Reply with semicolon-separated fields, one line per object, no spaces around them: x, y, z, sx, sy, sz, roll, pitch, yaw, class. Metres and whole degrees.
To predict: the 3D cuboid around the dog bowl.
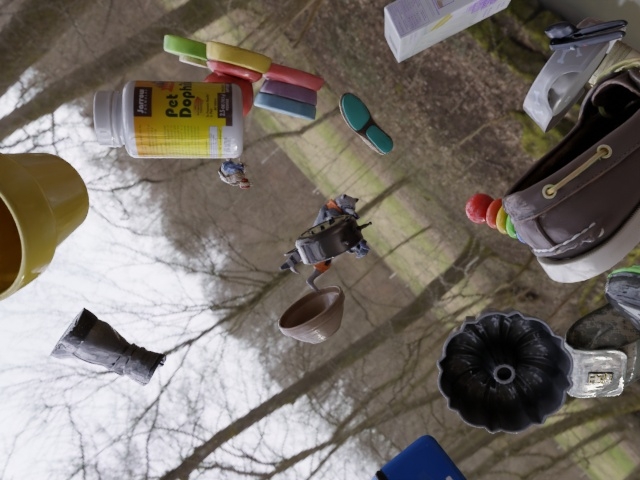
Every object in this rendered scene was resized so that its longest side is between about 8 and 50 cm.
0.727;-0.486;1.755;0.102;0.348;0.349;40;-178;17;dog bowl

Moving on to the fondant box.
0.331;-0.599;1.547;0.096;0.330;0.238;63;-173;0;fondant box

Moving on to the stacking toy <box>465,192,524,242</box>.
0.547;-0.057;1.680;0.330;0.141;0.141;22;165;44;stacking toy

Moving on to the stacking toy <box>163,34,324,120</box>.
-0.166;-0.307;1.216;0.280;0.130;0.309;22;-168;34;stacking toy

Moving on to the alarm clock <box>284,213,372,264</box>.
0.000;0.000;1.206;0.129;0.192;0.064;-38;-76;-53;alarm clock

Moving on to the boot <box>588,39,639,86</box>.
0.753;-0.343;1.485;0.203;0.095;0.262;32;142;19;boot

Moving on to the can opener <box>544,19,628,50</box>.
0.609;-0.469;1.384;0.073;0.059;0.186;6;-173;-41;can opener

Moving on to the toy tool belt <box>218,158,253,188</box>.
-0.165;-0.135;1.174;0.052;0.051;0.083;-14;-154;-36;toy tool belt

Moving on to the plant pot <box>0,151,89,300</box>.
-0.545;-0.050;1.061;0.254;0.254;0.239;48;-155;-5;plant pot

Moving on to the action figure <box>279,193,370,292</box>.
0.026;-0.003;1.964;0.179;0.330;0.341;28;-176;-19;action figure

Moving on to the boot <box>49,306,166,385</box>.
-0.492;0.268;1.397;0.223;0.118;0.338;34;158;-16;boot

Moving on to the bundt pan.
0.459;0.313;1.535;0.331;0.331;0.124;48;-165;-5;bundt pan

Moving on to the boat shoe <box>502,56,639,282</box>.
0.289;-0.108;0.555;0.096;0.324;0.117;47;165;-12;boat shoe

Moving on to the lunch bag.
0.805;0.308;1.683;0.169;0.287;0.235;51;165;47;lunch bag

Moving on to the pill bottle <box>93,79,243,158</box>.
-0.228;-0.185;0.926;0.117;0.215;0.117;179;90;-80;pill bottle

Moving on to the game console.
0.261;0.674;1.477;0.293;0.250;0.173;51;172;25;game console

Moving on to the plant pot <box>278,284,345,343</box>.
-0.009;0.254;1.952;0.109;0.237;0.237;58;-178;-15;plant pot

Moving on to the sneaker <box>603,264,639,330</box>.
0.650;0.241;1.020;0.482;0.202;0.185;58;-179;30;sneaker

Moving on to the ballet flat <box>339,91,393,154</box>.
0.110;-0.304;1.586;0.206;0.073;0.067;48;173;-25;ballet flat
